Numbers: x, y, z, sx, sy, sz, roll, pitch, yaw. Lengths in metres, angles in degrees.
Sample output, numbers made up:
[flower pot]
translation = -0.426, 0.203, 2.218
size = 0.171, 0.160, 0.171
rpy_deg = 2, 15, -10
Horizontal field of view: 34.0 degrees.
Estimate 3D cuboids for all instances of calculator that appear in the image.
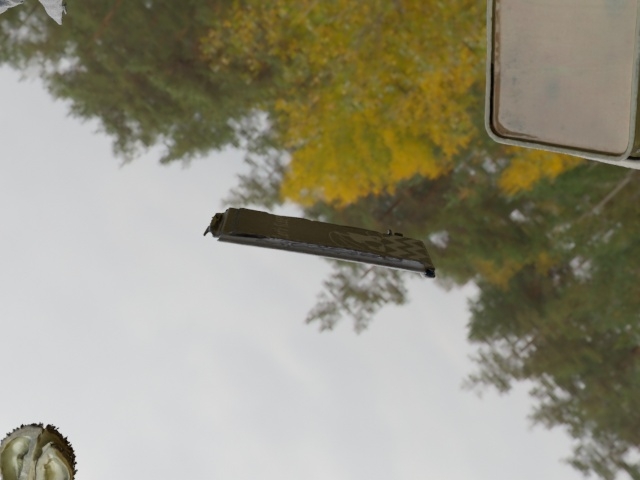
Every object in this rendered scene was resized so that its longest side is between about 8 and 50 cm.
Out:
[calculator]
translation = 0.000, 0.001, 1.268
size = 0.274, 0.028, 0.166
rpy_deg = 9, -168, -2

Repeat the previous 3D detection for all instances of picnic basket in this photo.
[picnic basket]
translation = 0.255, -0.207, 0.956
size = 0.165, 0.267, 0.139
rpy_deg = 14, -156, 40

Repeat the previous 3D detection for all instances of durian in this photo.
[durian]
translation = -0.325, 0.278, 1.243
size = 0.110, 0.140, 0.071
rpy_deg = 14, -169, 27

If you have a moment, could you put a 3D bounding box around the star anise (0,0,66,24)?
[star anise]
translation = -0.291, -0.301, 1.092
size = 0.180, 0.204, 0.061
rpy_deg = 44, -157, -49
